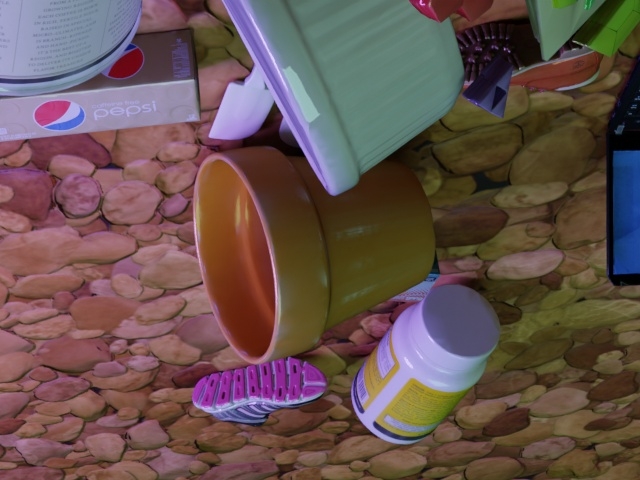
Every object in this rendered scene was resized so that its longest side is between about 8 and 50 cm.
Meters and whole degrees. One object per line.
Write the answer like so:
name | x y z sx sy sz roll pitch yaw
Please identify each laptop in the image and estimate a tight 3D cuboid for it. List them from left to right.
laptop | 0.409 -0.083 1.439 0.234 0.136 0.264 -2 148 -10

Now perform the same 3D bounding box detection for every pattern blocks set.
pattern blocks set | 0.196 -0.231 1.061 0.325 0.026 0.285 -55 148 -8

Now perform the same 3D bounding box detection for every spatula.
spatula | 0.008 -0.156 1.354 0.168 0.019 0.242 9 144 -16

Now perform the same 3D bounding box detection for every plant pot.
plant pot | 0.000 0.000 1.451 0.188 0.205 0.205 -12 152 -24

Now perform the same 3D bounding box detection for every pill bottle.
pill bottle | 0.124 0.145 1.760 0.119 0.119 0.208 5 146 -20

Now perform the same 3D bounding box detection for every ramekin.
ramekin | 0.002 -0.178 1.094 0.127 0.273 0.273 -27 147 -2

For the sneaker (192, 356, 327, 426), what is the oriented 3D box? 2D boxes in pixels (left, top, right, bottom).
sneaker | -0.068 0.190 1.847 0.170 0.063 0.075 -11 148 15

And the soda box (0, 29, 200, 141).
soda box | -0.197 -0.134 1.302 0.181 0.058 0.061 -6 148 -2

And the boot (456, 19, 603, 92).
boot | 0.182 -0.157 1.351 0.158 0.059 0.084 -11 153 3

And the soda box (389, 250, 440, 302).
soda box | 0.031 0.023 1.602 0.183 0.058 0.063 4 146 -19

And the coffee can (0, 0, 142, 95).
coffee can | -0.194 -0.255 0.972 0.201 0.201 0.275 2 147 -16
